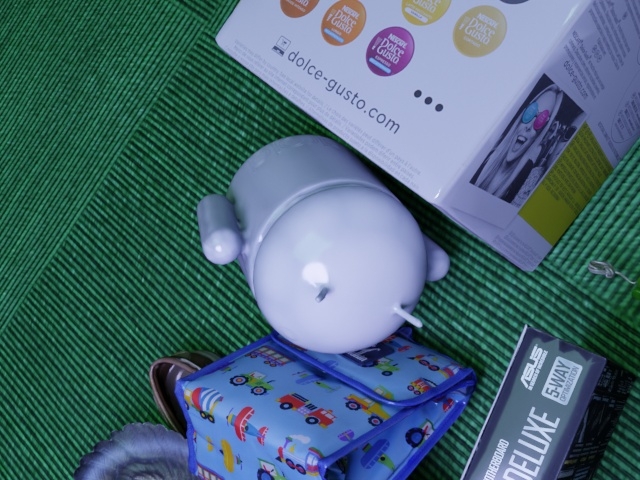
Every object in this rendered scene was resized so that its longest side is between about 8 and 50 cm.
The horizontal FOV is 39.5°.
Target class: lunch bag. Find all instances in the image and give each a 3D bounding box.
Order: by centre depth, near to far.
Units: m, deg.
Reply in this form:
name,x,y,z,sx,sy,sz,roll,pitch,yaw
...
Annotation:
name,x,y,z,sx,sy,sz,roll,pitch,yaw
lunch bag,0.022,0.184,1.023,0.221,0.293,0.138,19,125,37

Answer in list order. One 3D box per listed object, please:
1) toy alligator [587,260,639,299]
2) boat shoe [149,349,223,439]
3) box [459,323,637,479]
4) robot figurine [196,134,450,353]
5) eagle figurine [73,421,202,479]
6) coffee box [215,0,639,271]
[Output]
name,x,y,z,sx,sy,sz,roll,pitch,yaw
toy alligator,0.380,0.068,0.962,0.190,0.056,0.051,17,126,32
boat shoe,-0.116,0.263,1.152,0.324,0.116,0.123,39,98,31
box,0.215,0.219,0.865,0.077,0.307,0.242,23,90,26
robot figurine,0.000,0.000,1.055,0.353,0.300,0.199,-125,41,-59
eagle figurine,-0.163,0.360,1.071,0.298,0.225,0.226,10,76,60
coffee box,0.165,-0.217,0.986,0.338,0.338,0.334,40,98,31
